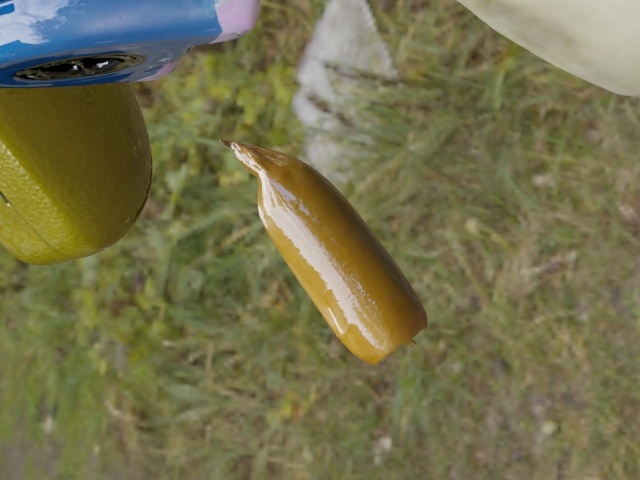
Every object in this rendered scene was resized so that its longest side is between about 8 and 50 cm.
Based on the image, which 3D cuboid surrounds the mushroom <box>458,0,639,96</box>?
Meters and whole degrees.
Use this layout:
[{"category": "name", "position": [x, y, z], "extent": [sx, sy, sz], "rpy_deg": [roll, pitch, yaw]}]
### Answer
[{"category": "mushroom", "position": [0.215, -0.259, 0.869], "extent": [0.353, 0.325, 0.353], "rpy_deg": [-21, 51, 28]}]

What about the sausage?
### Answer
[{"category": "sausage", "position": [0.001, -0.002, 1.697], "extent": [0.328, 0.112, 0.112], "rpy_deg": [53, 141, 0]}]

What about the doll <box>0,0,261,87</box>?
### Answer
[{"category": "doll", "position": [-0.171, -0.251, 0.854], "extent": [0.284, 0.240, 0.310], "rpy_deg": [-10, 90, 51]}]

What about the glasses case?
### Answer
[{"category": "glasses case", "position": [-0.283, -0.151, 1.268], "extent": [0.141, 0.371, 0.173], "rpy_deg": [-16, 34, 35]}]
